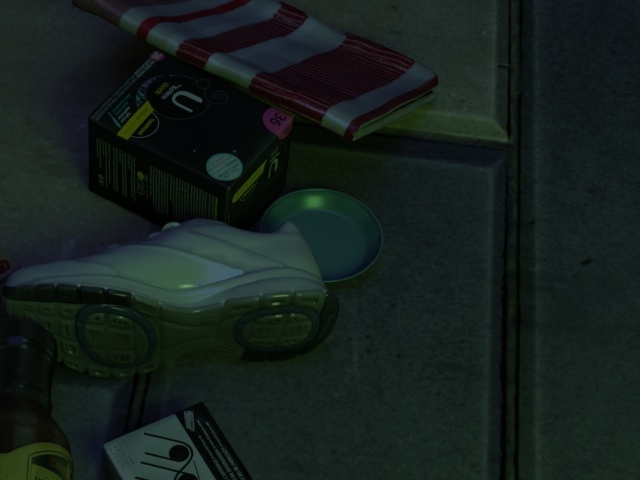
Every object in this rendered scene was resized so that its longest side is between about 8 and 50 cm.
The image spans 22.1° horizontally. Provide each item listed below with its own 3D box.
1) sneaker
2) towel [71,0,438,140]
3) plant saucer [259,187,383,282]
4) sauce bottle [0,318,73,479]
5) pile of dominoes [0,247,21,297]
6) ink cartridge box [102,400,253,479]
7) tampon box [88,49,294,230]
[{"bbox_3d":[-0.138,0.043,1.473,0.297,0.111,0.129,0,44,-15],"label":"sneaker"},{"bbox_3d":[-0.059,-0.204,1.670,0.329,0.037,0.237,27,25,16],"label":"towel"},{"bbox_3d":[0.000,0.000,1.574,0.119,0.021,0.119,4,49,-4],"label":"plant saucer"},{"bbox_3d":[-0.252,0.211,1.298,0.111,0.111,0.344,1,48,-6],"label":"sauce bottle"},{"bbox_3d":[-0.391,0.062,1.425,0.196,0.040,0.251,9,47,23],"label":"pile of dominoes"},{"bbox_3d":[-0.091,0.236,1.341,0.097,0.046,0.207,-22,55,-22],"label":"ink cartridge box"},{"bbox_3d":[-0.126,-0.085,1.579,0.161,0.101,0.120,26,51,15],"label":"tampon box"}]
